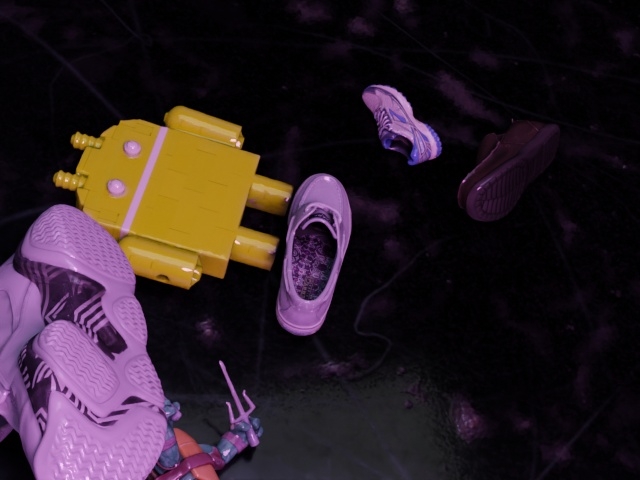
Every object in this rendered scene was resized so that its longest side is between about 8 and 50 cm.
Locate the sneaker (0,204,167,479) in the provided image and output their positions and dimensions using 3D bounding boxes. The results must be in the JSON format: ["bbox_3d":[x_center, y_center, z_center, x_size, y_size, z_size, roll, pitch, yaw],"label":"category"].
[{"bbox_3d":[-0.264,0.137,0.921,0.137,0.210,0.366,41,16,-35],"label":"sneaker"}]

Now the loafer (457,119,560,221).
[{"bbox_3d":[0.235,-0.095,1.339,0.078,0.080,0.220,23,39,29],"label":"loafer"}]

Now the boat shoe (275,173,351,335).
[{"bbox_3d":[-0.001,0.000,1.193,0.079,0.081,0.227,14,54,-5],"label":"boat shoe"}]

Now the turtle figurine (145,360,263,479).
[{"bbox_3d":[-0.117,0.215,0.995,0.234,0.118,0.175,51,18,19],"label":"turtle figurine"}]

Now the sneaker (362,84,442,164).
[{"bbox_3d":[0.098,-0.153,1.349,0.058,0.052,0.135,-34,70,-28],"label":"sneaker"}]

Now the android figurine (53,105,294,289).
[{"bbox_3d":[-0.173,-0.056,1.204,0.273,0.056,0.248,19,53,-4],"label":"android figurine"}]
